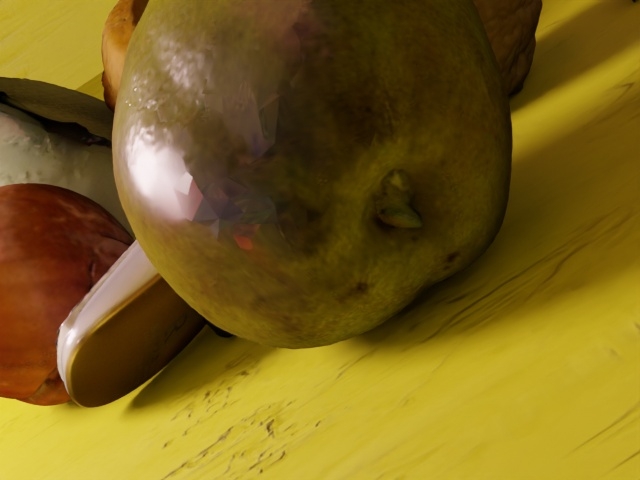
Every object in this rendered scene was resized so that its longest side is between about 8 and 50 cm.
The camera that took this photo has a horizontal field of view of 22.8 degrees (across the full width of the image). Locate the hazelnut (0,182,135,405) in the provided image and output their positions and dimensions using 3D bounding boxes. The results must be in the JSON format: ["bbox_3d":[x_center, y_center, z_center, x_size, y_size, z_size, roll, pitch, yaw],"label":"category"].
[{"bbox_3d":[-0.222,0.049,1.253,0.182,0.182,0.182,-31,15,9],"label":"hazelnut"}]

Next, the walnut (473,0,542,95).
[{"bbox_3d":[0.098,-0.179,1.290,0.178,0.178,0.230,-22,9,39],"label":"walnut"}]

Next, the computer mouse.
[{"bbox_3d":[-0.101,0.021,1.159,0.245,0.056,0.126,-51,-17,-32],"label":"computer mouse"}]

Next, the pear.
[{"bbox_3d":[-0.007,-0.072,1.005,0.269,0.269,0.321,-34,33,-1],"label":"pear"}]

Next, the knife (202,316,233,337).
[{"bbox_3d":[0.000,0.000,1.203,0.230,0.028,0.060,-38,2,-23],"label":"knife"}]

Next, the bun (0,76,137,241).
[{"bbox_3d":[-0.233,-0.031,1.452,0.293,0.293,0.187,-107,37,-75],"label":"bun"}]

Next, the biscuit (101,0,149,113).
[{"bbox_3d":[-0.057,-0.179,1.464,0.296,0.102,0.296,2,34,-2],"label":"biscuit"}]
